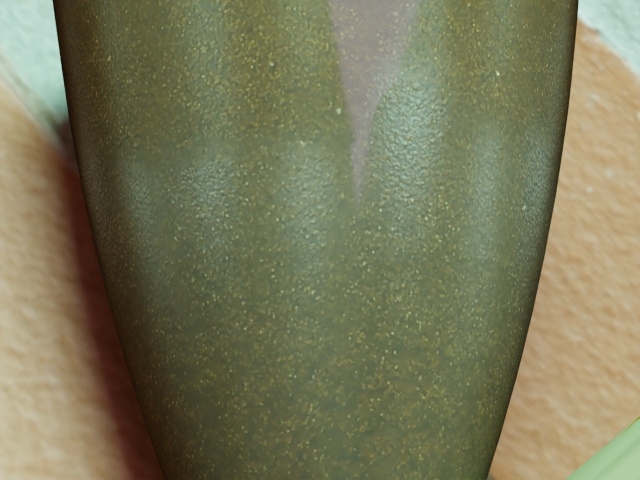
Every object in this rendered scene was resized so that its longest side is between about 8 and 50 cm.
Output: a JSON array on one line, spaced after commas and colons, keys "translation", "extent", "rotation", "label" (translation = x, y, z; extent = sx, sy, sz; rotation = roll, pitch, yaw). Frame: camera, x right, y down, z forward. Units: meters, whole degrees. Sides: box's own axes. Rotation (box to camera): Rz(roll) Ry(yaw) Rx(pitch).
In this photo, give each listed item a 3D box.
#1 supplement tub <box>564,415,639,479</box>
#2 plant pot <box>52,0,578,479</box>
[{"translation": [0.172, 0.155, 0.655], "extent": [0.235, 0.325, 0.235], "rotation": [12, 56, -19], "label": "supplement tub"}, {"translation": [0.000, 0.000, 0.767], "extent": [0.215, 0.215, 0.230], "rotation": [6, 72, -22], "label": "plant pot"}]
